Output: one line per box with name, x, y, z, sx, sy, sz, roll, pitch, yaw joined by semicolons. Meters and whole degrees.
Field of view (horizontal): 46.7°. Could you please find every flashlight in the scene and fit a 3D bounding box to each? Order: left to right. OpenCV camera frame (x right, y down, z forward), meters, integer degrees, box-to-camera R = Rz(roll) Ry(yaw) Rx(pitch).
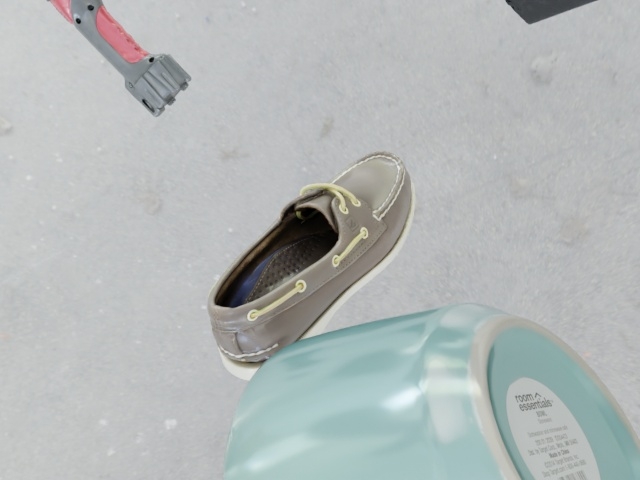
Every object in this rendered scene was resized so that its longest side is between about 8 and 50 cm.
flashlight;-0.352;-0.363;1.271;0.304;0.103;0.103;44;62;-6

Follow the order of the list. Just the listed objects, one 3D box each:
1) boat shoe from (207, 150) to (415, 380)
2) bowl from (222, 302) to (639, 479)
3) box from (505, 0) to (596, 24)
boat shoe;0.000;0.000;0.790;0.116;0.097;0.324;21;54;32
bowl;0.108;0.167;0.497;0.163;0.311;0.312;-40;73;33
box;0.196;-0.244;0.479;0.093;0.156;0.158;38;71;-24
